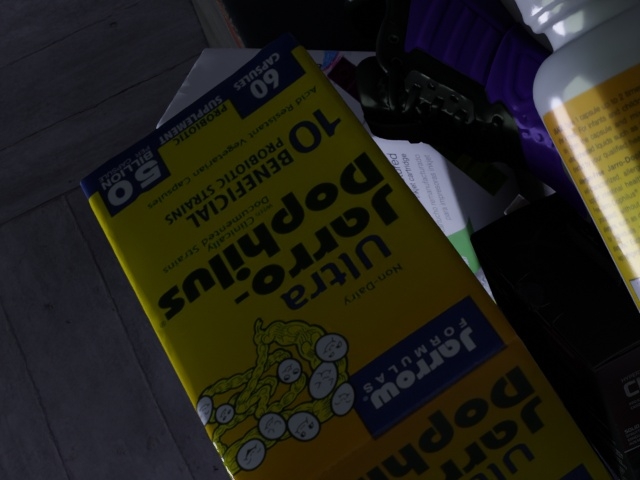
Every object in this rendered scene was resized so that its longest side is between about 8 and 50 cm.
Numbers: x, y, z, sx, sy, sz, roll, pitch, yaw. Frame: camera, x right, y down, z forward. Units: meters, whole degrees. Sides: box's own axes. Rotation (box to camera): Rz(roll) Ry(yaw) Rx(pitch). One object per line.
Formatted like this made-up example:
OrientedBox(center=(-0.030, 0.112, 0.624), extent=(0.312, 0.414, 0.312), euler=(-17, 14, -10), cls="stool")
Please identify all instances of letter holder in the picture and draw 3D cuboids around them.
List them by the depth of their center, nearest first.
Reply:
OrientedBox(center=(0.032, -0.130, 1.724), extent=(0.302, 0.152, 0.214), euler=(63, 177, 10), cls="letter holder")

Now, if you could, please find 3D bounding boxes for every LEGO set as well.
OrientedBox(center=(0.121, -0.088, 1.265), extent=(0.227, 0.087, 0.093), euler=(39, -174, -3), cls="LEGO set")

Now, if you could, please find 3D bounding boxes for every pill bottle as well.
OrientedBox(center=(0.173, -0.053, 0.788), extent=(0.208, 0.117, 0.117), euler=(63, 175, 2), cls="pill bottle")

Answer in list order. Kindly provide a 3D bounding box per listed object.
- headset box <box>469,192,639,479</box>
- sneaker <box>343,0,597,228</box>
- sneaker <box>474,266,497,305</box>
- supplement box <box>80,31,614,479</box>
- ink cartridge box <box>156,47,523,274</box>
OrientedBox(center=(0.222, 0.106, 1.157), extent=(0.293, 0.110, 0.218), euler=(66, 174, -27), cls="headset box")
OrientedBox(center=(0.105, -0.094, 1.120), extent=(0.293, 0.146, 0.102), euler=(61, 174, 39), cls="sneaker")
OrientedBox(center=(0.158, 0.080, 1.372), extent=(0.126, 0.240, 0.091), euler=(50, -141, -2), cls="sneaker")
OrientedBox(center=(0.009, 0.058, 1.138), extent=(0.195, 0.194, 0.356), euler=(52, -177, -46), cls="supplement box")
OrientedBox(center=(0.021, -0.059, 1.469), extent=(0.117, 0.278, 0.201), euler=(-62, -36, -36), cls="ink cartridge box")
